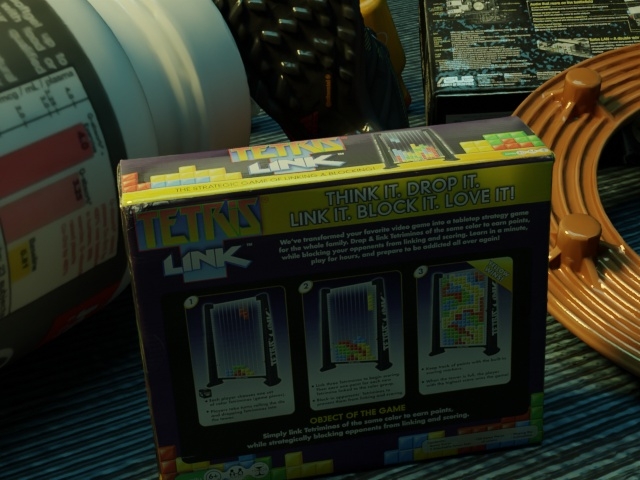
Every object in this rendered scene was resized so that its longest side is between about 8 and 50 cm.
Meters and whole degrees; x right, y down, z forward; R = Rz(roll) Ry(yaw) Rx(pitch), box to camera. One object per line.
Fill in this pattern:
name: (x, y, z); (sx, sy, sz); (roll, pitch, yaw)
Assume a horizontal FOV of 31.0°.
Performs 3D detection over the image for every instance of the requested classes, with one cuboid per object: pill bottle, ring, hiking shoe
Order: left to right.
pill bottle: (-0.208, -0.025, 0.546); (0.210, 0.210, 0.363); (14, 31, 33)
hiking shoe: (-0.003, -0.107, 0.690); (0.086, 0.227, 0.114); (-19, 19, 8)
ring: (0.258, -0.030, 0.611); (0.336, 0.032, 0.337); (-1, 40, 1)

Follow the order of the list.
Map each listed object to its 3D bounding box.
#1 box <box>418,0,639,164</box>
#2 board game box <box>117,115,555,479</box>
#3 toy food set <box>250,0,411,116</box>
box: (0.161, -0.130, 0.807); (0.180, 0.078, 0.147); (-3, 52, 2)
board game box: (0.008, 0.028, 0.486); (0.170, 0.141, 0.048); (-6, 26, -7)
toy food set: (-0.050, -0.130, 0.918); (0.232, 0.105, 0.111); (-20, 39, 7)
